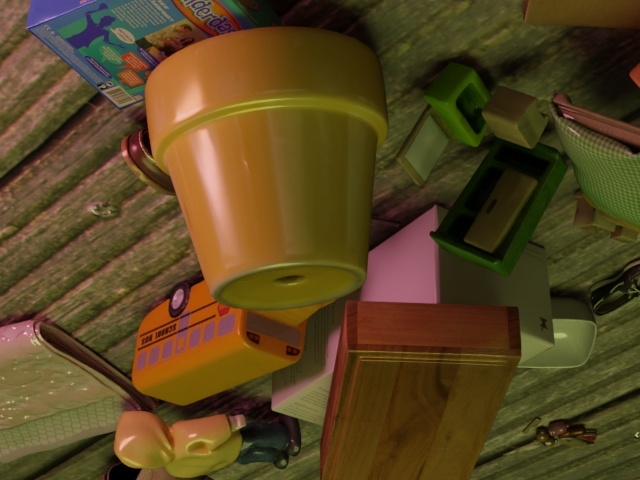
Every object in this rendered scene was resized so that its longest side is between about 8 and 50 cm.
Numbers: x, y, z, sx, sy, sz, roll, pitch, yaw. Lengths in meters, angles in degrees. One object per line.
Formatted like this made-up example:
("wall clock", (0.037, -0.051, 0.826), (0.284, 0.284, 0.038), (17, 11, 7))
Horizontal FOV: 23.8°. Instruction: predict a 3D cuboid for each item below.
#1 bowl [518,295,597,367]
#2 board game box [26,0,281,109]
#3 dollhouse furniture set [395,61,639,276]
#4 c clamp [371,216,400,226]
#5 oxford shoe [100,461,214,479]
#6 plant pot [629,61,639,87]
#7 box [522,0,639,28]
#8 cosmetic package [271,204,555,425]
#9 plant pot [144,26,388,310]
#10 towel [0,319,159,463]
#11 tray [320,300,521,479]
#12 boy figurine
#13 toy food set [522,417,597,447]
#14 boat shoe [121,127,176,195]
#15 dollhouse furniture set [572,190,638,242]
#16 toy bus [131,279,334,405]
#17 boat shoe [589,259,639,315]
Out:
("bowl", (0.302, 0.121, 2.082), (0.142, 0.053, 0.142), (0, 147, 1))
("board game box", (-0.170, -0.223, 1.566), (0.210, 0.047, 0.160), (-16, 144, 26))
("dollhouse furniture set", (0.245, -0.045, 1.599), (0.301, 0.151, 0.197), (24, 166, 38))
("c clamp", (0.000, 0.000, 1.932), (0.137, 0.022, 0.160), (20, 143, -26))
("oxford shoe", (-0.310, 0.432, 2.561), (0.146, 0.140, 0.397), (46, 140, -8))
("plant pot", (0.445, -0.158, 1.503), (0.188, 0.205, 0.205), (-44, 132, 13))
("box", (0.311, -0.269, 1.500), (0.201, 0.021, 0.164), (3, 147, -1))
("cosmetic package", (0.113, 0.121, 1.995), (0.197, 0.155, 0.365), (22, 141, -30))
("plant pot", (-0.047, -0.062, 1.585), (0.254, 0.239, 0.254), (-7, 163, -2))
("towel", (-0.462, 0.233, 2.289), (0.332, 0.053, 0.317), (-17, 143, 25))
("tray", (0.115, 0.208, 1.922), (0.203, 0.076, 0.411), (2, 148, -4))
("boy figurine", (-0.179, 0.309, 2.312), (0.285, 0.092, 0.177), (2, 150, -21))
("toy food set", (0.386, 0.309, 2.402), (0.122, 0.019, 0.078), (10, 146, -14))
("boat shoe", (-0.137, -0.083, 1.768), (0.073, 0.073, 0.207), (-26, 146, 33))
("dollhouse furniture set", (0.425, -0.044, 1.816), (0.182, 0.101, 0.161), (18, 168, -25))
("toy bus", (-0.116, 0.114, 1.999), (0.108, 0.130, 0.332), (24, 149, -31))
("boat shoe", (0.404, 0.061, 1.997), (0.046, 0.038, 0.125), (26, 140, -33))
